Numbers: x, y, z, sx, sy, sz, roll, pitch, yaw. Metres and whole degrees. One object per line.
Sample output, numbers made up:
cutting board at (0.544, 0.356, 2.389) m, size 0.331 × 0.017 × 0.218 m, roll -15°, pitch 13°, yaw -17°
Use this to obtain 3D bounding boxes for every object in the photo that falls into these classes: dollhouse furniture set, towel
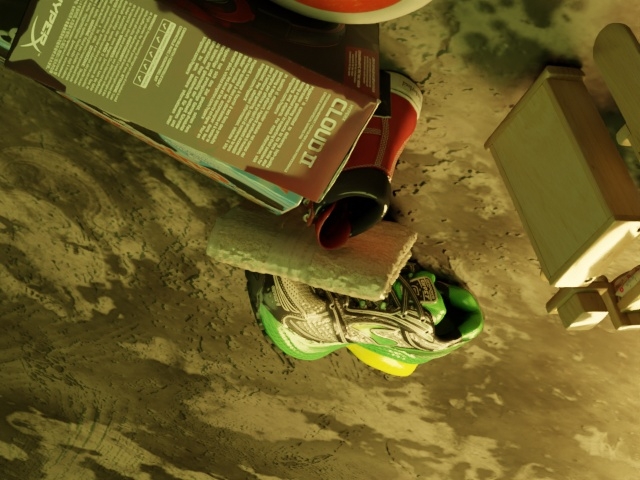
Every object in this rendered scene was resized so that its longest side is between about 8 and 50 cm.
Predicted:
dollhouse furniture set at (0.362, -0.066, 1.308) m, size 0.355 × 0.174 × 0.303 m, roll 0°, pitch 146°, yaw -31°
towel at (0.000, 0.000, 1.433) m, size 0.187 × 0.049 × 0.282 m, roll 14°, pitch -169°, yaw 6°

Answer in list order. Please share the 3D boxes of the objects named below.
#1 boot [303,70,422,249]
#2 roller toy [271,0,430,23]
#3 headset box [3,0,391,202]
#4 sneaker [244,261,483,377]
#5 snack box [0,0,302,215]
boot at (-0.014, -0.058, 1.370) m, size 0.088 × 0.176 × 0.244 m, roll 36°, pitch 145°, yaw -30°
roller toy at (0.016, -0.257, 0.981) m, size 0.209 × 0.146 × 0.191 m, roll 23°, pitch 147°, yaw -10°
headset box at (-0.076, -0.169, 1.085) m, size 0.293 × 0.218 × 0.110 m, roll 24°, pitch 123°, yaw -13°
sneaker at (0.050, 0.061, 1.558) m, size 0.146 × 0.134 × 0.343 m, roll -28°, pitch 151°, yaw 37°
snack box at (-0.156, -0.125, 1.209) m, size 0.322 × 0.060 × 0.187 m, roll 29°, pitch 176°, yaw -5°
